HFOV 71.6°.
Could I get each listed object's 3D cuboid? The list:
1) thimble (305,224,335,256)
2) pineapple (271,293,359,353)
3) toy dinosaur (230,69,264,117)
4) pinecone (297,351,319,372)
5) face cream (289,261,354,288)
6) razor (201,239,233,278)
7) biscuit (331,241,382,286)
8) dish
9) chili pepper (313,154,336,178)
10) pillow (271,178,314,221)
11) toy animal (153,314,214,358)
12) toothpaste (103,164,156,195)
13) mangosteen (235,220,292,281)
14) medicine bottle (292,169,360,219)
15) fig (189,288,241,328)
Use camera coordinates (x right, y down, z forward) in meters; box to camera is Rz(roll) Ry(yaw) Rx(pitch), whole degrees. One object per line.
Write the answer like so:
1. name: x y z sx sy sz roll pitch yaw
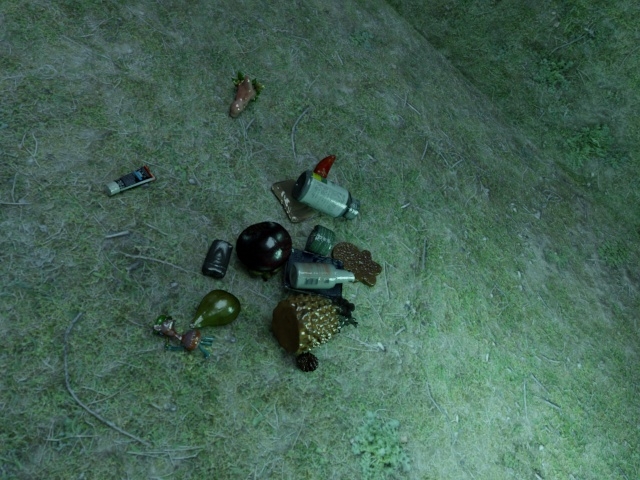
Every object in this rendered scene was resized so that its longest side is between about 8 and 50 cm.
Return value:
1. thimble: -0.001 0.002 1.857 0.090 0.118 0.135 28 17 -13
2. pineapple: 0.011 0.291 1.652 0.357 0.223 0.223 -3 64 -38
3. toy dinosaur: -0.368 -0.686 2.059 0.152 0.194 0.177 34 32 -14
4. pinecone: -0.044 0.442 1.621 0.083 0.077 0.077 8 59 -34
5. face cream: 0.013 0.136 1.704 0.252 0.101 0.101 3 62 -23
6. razor: -0.388 0.068 1.681 0.090 0.054 0.148 20 55 -14
7. biscuit: 0.154 0.099 1.927 0.236 0.039 0.180 36 56 -2
8. dish: -0.033 0.147 1.787 0.243 0.080 0.182 15 57 -15
9. chili pepper: 0.012 -0.335 2.089 0.071 0.063 0.272 31 42 -4
10. pillow: -0.120 -0.178 1.959 0.135 0.034 0.211 -19 73 -38
11. toy animal: -0.462 0.330 1.491 0.208 0.100 0.103 25 94 -14
12. toothpaste: -0.726 -0.226 1.700 0.071 0.045 0.193 52 48 -1
13. mangosteen: -0.207 0.035 1.707 0.216 0.216 0.216 11 59 -19
14. medicine bottle: 0.033 -0.188 1.956 0.293 0.141 0.141 24 55 -24
15. fig: -0.361 0.240 1.529 0.133 0.126 0.185 48 18 4
